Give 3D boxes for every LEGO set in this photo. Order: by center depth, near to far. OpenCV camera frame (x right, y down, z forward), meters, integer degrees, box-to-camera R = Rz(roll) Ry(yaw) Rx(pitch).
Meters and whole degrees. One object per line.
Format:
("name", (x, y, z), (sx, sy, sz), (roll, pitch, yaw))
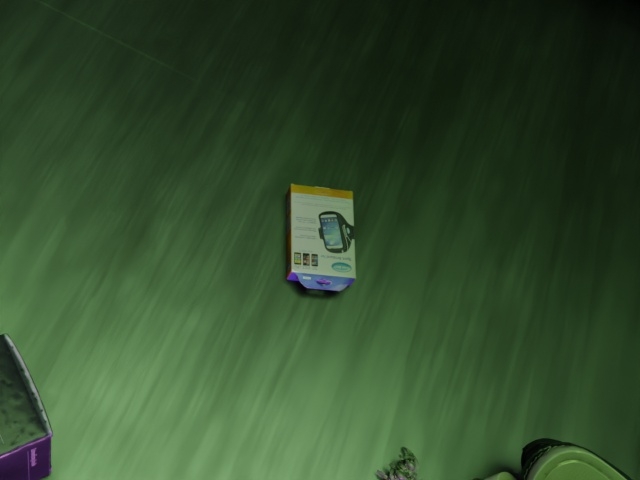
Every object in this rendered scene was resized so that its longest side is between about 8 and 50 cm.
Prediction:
("LEGO set", (0.092, 0.265, 0.991), (0.054, 0.023, 0.083), (-3, 65, -19))

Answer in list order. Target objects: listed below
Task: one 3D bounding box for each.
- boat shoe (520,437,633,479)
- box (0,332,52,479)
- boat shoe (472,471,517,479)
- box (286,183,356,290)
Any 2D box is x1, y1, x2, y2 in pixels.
("boat shoe", (0.337, 0.335, 0.978), (0.340, 0.113, 0.127), (39, 90, -9))
("box", (-0.357, 0.191, 0.816), (0.207, 0.153, 0.108), (-22, 71, -27))
("boat shoe", (0.181, 0.404, 0.906), (0.116, 0.096, 0.324), (22, 52, -54))
("box", (0.000, 0.000, 1.098), (0.081, 0.028, 0.136), (7, 64, -14))
